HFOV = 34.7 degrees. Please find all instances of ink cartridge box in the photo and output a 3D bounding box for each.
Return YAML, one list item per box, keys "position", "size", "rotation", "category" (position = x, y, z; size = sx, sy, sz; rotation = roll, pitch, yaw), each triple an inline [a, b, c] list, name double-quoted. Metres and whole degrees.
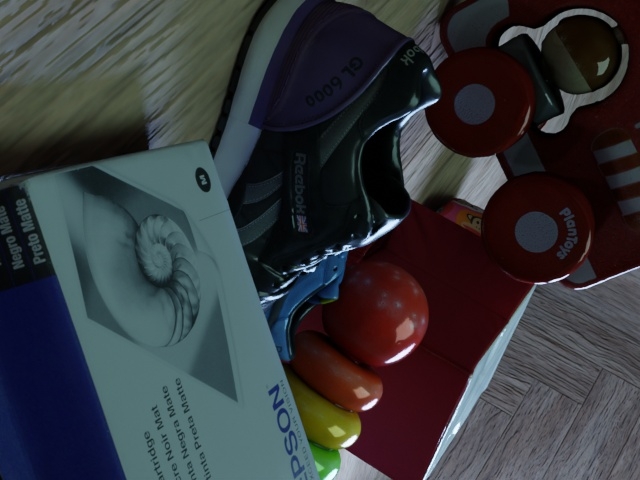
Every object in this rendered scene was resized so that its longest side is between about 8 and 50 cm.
- position: [-0.090, 0.071, 0.489]
  size: [0.224, 0.045, 0.223]
  rotation: [-29, 102, -62]
  category: "ink cartridge box"

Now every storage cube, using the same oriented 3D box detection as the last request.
- position: [0.077, 0.092, 1.020]
  size: [0.184, 0.193, 0.215]
  rotation: [-44, 158, -46]
  category: "storage cube"

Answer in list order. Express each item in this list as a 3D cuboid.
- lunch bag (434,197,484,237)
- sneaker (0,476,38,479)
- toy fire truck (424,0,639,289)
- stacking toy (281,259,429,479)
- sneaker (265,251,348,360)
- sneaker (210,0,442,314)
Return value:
- position: [0.155, 0.084, 1.410]
  size: [0.293, 0.120, 0.258]
  rotation: [-62, 168, 11]
  category: "lunch bag"
- position: [-0.219, 0.201, 0.455]
  size: [0.283, 0.110, 0.122]
  rotation: [-50, 168, -26]
  category: "sneaker"
- position: [0.253, -0.112, 0.945]
  size: [0.254, 0.302, 0.169]
  rotation: [-24, 180, 21]
  category: "toy fire truck"
- position: [-0.021, 0.162, 0.860]
  size: [0.330, 0.141, 0.141]
  rotation: [-53, 165, 4]
  category: "stacking toy"
- position: [0.000, 0.000, 0.828]
  size: [0.209, 0.082, 0.069]
  rotation: [-59, 162, -10]
  category: "sneaker"
- position: [-0.013, -0.015, 0.678]
  size: [0.107, 0.124, 0.283]
  rotation: [-37, 152, -54]
  category: "sneaker"
